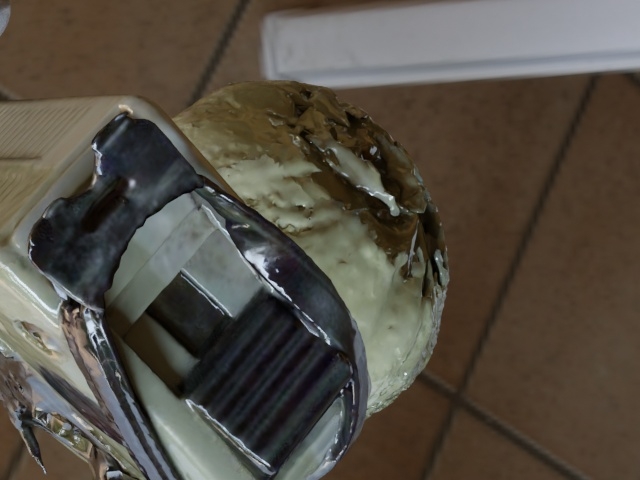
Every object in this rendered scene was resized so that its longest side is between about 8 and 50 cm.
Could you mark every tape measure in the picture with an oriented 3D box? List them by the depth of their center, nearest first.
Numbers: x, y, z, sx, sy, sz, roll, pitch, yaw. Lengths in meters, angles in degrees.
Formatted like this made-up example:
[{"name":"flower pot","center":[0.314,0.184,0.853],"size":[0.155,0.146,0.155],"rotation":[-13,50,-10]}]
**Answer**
[{"name":"tape measure","center":[-0.080,0.050,0.820],"size":[0.231,0.271,0.133],"rotation":[47,69,-21]}]

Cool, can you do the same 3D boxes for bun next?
[{"name":"bun","center":[0.000,0.000,1.220],"size":[0.259,0.152,0.259],"rotation":[48,21,-25]}]

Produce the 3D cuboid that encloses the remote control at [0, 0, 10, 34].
[{"name":"remote control","center":[-0.342,-0.162,1.134],"size":[0.221,0.332,0.103],"rotation":[-10,114,-48]}]
